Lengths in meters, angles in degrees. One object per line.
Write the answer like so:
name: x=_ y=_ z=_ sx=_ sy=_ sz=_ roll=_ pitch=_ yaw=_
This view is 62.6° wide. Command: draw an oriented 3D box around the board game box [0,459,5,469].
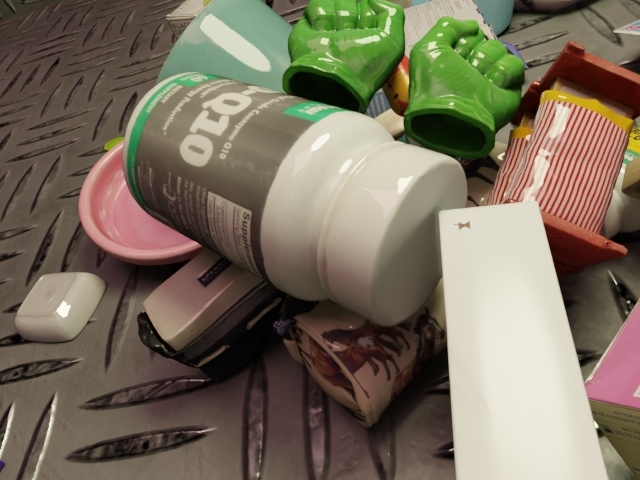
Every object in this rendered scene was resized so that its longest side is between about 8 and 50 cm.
board game box: x=-0.633 y=0.423 z=0.695 sx=0.234 sy=0.078 sz=0.347 roll=3 pitch=49 yaw=25

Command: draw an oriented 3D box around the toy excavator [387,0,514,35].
toy excavator: x=0.415 y=-0.573 z=1.180 sx=0.445 sy=0.222 sz=0.433 roll=32 pitch=65 yaw=26

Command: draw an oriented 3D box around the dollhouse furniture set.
dollhouse furniture set: x=0.372 y=-0.029 z=0.566 sx=0.374 sy=0.152 sz=0.201 roll=22 pitch=75 yaw=1

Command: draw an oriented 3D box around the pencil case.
pencil case: x=0.134 y=0.037 z=0.698 sx=0.410 sy=0.159 sz=0.184 roll=-42 pitch=39 yaw=-19

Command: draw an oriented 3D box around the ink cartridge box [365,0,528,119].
ink cartridge box: x=0.198 y=-0.345 z=1.052 sx=0.396 sy=0.151 sz=0.270 roll=-14 pitch=45 yaw=11

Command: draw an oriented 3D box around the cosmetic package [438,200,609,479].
cosmetic package: x=0.164 y=0.198 z=0.440 sx=0.098 sy=0.284 sz=0.377 roll=-7 pitch=46 yaw=16

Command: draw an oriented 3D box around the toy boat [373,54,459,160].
toy boat: x=0.144 y=-0.152 z=0.807 sx=0.268 sy=0.318 sz=0.148 roll=-29 pitch=76 yaw=4

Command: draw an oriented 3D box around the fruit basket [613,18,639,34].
fruit basket: x=0.737 y=-0.370 z=0.851 sx=0.353 sy=0.165 sz=0.327 roll=-30 pitch=44 yaw=-12

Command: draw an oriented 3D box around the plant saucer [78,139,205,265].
plant saucer: x=-0.279 y=-0.085 z=1.002 sx=0.332 sy=0.084 sz=0.332 roll=-3 pitch=55 yaw=5

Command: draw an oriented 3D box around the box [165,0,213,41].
box: x=-0.198 y=-0.403 z=1.171 sx=0.087 sy=0.289 sz=0.169 roll=13 pitch=53 yaw=32

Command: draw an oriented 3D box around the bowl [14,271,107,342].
bowl: x=-0.480 y=0.112 z=0.956 sx=0.142 sy=0.053 sz=0.142 roll=-2 pitch=48 yaw=21

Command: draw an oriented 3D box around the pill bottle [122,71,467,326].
pill bottle: x=-0.039 y=-0.058 z=0.591 sx=0.361 sy=0.204 sz=0.204 roll=24 pitch=60 yaw=33

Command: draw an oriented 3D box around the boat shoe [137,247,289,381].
boat shoe: x=-0.085 y=0.056 z=0.761 sx=0.341 sy=0.158 sz=0.127 roll=-38 pitch=50 yaw=-9

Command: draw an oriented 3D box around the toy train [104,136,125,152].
toy train: x=-0.412 y=-0.154 z=1.120 sx=0.248 sy=0.143 sz=0.105 roll=-35 pitch=44 yaw=-13

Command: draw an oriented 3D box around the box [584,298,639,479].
box: x=0.368 y=0.140 z=0.429 sx=0.213 sy=0.243 sz=0.117 roll=-44 pitch=14 yaw=-22

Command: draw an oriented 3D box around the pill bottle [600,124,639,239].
pill bottle: x=0.432 y=-0.084 z=0.726 sx=0.208 sy=0.117 sz=0.117 roll=-33 pitch=44 yaw=-10

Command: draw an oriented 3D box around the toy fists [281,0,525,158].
toy fists: x=0.097 y=-0.205 z=0.612 sx=0.279 sy=0.096 sz=0.142 roll=19 pitch=65 yaw=8

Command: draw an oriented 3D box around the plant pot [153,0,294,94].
plant pot: x=-0.093 y=-0.213 z=0.867 sx=0.235 sy=0.293 sz=0.293 roll=34 pitch=61 yaw=3
